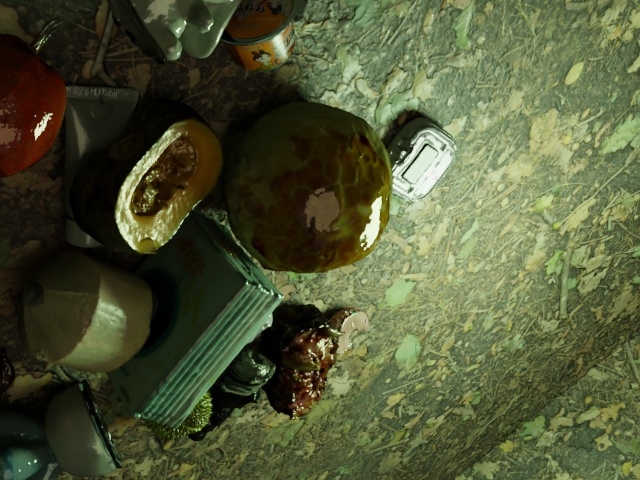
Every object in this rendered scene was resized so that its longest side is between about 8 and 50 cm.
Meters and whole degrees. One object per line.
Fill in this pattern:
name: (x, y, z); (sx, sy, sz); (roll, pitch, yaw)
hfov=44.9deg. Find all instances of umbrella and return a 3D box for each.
umbrella: (-0.249, 0.424, 2.033); (0.113, 0.106, 0.357); (33, 120, -15)

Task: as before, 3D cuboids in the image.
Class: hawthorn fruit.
hawthorn fruit: (-0.508, -0.239, 1.246); (0.211, 0.211, 0.299); (30, 93, -48)

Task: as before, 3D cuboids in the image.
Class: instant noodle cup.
instant noodle cup: (-0.118, -0.395, 1.446); (0.177, 0.208, 0.125); (-60, 159, -21)

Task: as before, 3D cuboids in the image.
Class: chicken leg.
chicken leg: (-0.692, 0.295, 1.678); (0.062, 0.037, 0.145); (21, 112, -32)

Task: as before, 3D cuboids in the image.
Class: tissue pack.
tissue pack: (-0.301, 0.165, 1.675); (0.388, 0.287, 0.162); (-50, 143, 8)

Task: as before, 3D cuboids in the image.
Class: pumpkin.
pumpkin: (-0.314, -0.112, 1.476); (0.317, 0.139, 0.221); (-56, 142, -24)

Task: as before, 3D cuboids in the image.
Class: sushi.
sushi: (-0.050, 0.316, 2.084); (0.197, 0.182, 0.343); (-19, 137, -34)

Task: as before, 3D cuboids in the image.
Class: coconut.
coconut: (-0.484, 0.141, 1.556); (0.239, 0.239, 0.244); (-52, 139, 10)

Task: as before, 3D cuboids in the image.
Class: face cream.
face cream: (-0.431, -0.139, 1.476); (0.143, 0.089, 0.314); (-4, 119, -37)

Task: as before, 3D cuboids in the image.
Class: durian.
durian: (-0.371, 0.413, 1.943); (0.198, 0.146, 0.159); (3, 115, -16)

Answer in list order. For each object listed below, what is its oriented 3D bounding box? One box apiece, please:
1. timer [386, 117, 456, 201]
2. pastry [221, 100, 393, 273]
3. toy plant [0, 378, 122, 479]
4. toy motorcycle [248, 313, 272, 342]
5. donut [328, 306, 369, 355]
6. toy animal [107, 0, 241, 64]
timer: (0.243, -0.199, 1.959); (0.191, 0.069, 0.208); (22, 110, -43)
pastry: (-0.016, -0.099, 1.657); (0.389, 0.313, 0.388); (-25, 136, -26)
toy plant: (-0.639, 0.475, 1.735); (0.332, 0.247, 0.247); (-22, 135, -17)
toy motorcycle: (-0.206, 0.229, 1.949); (0.260, 0.110, 0.171); (-52, 150, 18)
donut: (0.067, 0.242, 2.175); (0.166, 0.065, 0.117); (-36, 126, -39)
toy animal: (-0.231, -0.430, 1.299); (0.289, 0.174, 0.249); (-16, 107, -24)
